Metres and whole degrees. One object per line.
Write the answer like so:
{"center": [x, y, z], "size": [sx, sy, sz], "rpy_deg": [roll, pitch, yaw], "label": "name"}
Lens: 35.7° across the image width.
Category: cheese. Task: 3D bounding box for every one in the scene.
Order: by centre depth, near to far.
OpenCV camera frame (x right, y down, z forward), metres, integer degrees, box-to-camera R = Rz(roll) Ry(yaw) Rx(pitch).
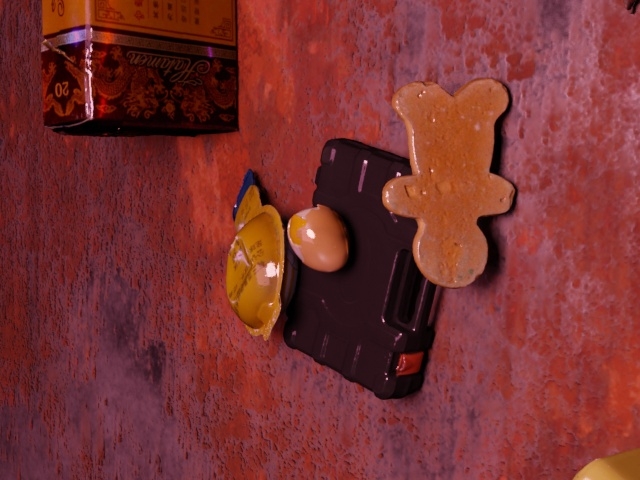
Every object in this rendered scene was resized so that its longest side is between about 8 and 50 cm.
{"center": [-0.086, 0.014, 1.321], "size": [0.270, 0.069, 0.177], "rpy_deg": [-108, 32, -45], "label": "cheese"}

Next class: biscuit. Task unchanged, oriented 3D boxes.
{"center": [0.142, -0.063, 1.107], "size": [0.030, 0.153, 0.234], "rpy_deg": [172, 95, -79], "label": "biscuit"}

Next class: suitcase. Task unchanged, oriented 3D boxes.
{"center": [0.061, 0.032, 1.233], "size": [0.206, 0.066, 0.286], "rpy_deg": [24, 109, 40], "label": "suitcase"}

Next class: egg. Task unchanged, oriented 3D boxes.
{"center": [0.000, 0.000, 1.194], "size": [0.071, 0.071, 0.083], "rpy_deg": [-36, 69, 38], "label": "egg"}

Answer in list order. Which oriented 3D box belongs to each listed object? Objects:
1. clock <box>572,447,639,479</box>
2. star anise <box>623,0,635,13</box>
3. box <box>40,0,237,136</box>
{"center": [0.282, 0.312, 0.993], "size": [0.096, 0.143, 0.202], "rpy_deg": [45, 122, 40], "label": "clock"}
{"center": [0.330, -0.300, 0.973], "size": [0.129, 0.056, 0.124], "rpy_deg": [-31, 97, 35], "label": "star anise"}
{"center": [-0.243, -0.349, 1.357], "size": [0.115, 0.264, 0.416], "rpy_deg": [2, 94, 41], "label": "box"}
